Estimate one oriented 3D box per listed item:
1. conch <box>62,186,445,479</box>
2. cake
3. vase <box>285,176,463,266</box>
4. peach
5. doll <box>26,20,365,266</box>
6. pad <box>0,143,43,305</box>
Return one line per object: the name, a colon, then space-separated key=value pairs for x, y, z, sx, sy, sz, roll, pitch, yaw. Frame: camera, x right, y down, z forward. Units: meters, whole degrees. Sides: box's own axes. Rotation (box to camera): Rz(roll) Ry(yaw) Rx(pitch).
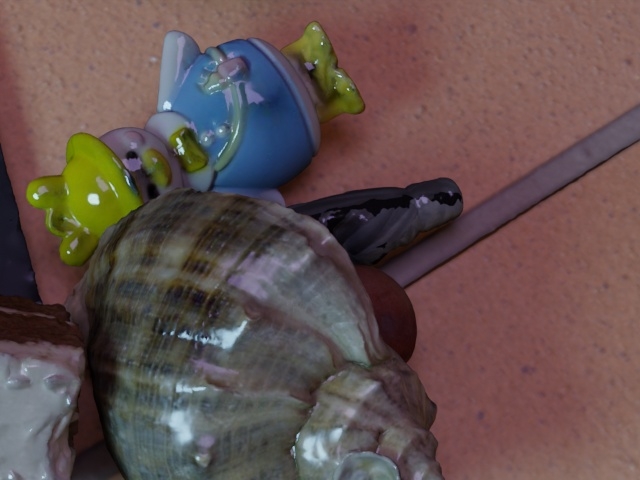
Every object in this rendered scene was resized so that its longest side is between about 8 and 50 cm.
conch: x=-0.057 y=0.098 z=0.922 sx=0.291 sy=0.210 sz=0.159 roll=13 pitch=47 yaw=24
cake: x=-0.208 y=0.103 z=0.899 sx=0.134 sy=0.147 sz=0.135 roll=8 pitch=99 yaw=-13
vase: x=0.000 y=0.000 z=1.056 sx=0.211 sy=0.060 sz=0.060 roll=-19 pitch=62 yaw=-13
peach: x=0.024 y=0.056 z=1.012 sx=0.083 sy=0.083 sz=0.083 roll=1 pitch=59 yaw=-1
doll: x=-0.087 y=-0.064 z=1.072 sx=0.241 sy=0.135 sz=0.099 roll=-32 pitch=37 yaw=-20
pad: x=-0.329 y=-0.010 z=1.056 sx=0.247 sy=0.007 sz=0.367 roll=-15 pitch=61 yaw=-12
